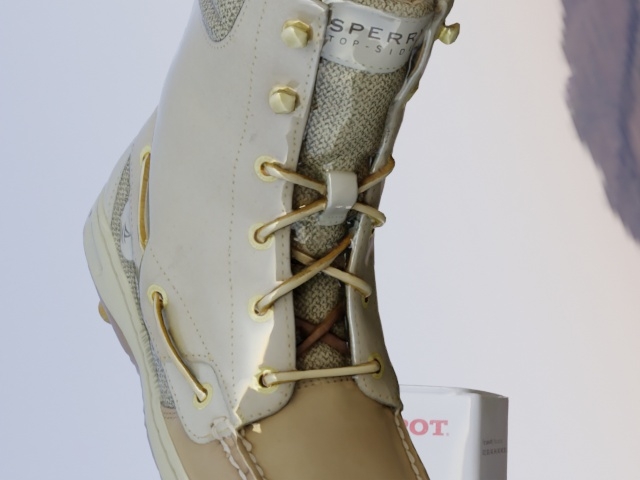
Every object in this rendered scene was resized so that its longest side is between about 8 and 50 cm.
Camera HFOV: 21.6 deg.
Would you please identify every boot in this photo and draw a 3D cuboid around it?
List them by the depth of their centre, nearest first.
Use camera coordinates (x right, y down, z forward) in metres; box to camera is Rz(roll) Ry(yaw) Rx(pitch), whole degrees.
[{"bbox_3d":[0.000,0.000,0.639,0.095,0.203,0.262,-1,-137,-31],"label":"boot"}]

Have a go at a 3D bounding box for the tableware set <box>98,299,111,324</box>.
[{"bbox_3d":[-0.078,0.037,1.147,0.154,0.024,0.104,2,-109,-31],"label":"tableware set"}]

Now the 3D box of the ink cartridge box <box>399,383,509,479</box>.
[{"bbox_3d":[0.036,0.246,1.270,0.115,0.198,0.273,18,-107,-69],"label":"ink cartridge box"}]
